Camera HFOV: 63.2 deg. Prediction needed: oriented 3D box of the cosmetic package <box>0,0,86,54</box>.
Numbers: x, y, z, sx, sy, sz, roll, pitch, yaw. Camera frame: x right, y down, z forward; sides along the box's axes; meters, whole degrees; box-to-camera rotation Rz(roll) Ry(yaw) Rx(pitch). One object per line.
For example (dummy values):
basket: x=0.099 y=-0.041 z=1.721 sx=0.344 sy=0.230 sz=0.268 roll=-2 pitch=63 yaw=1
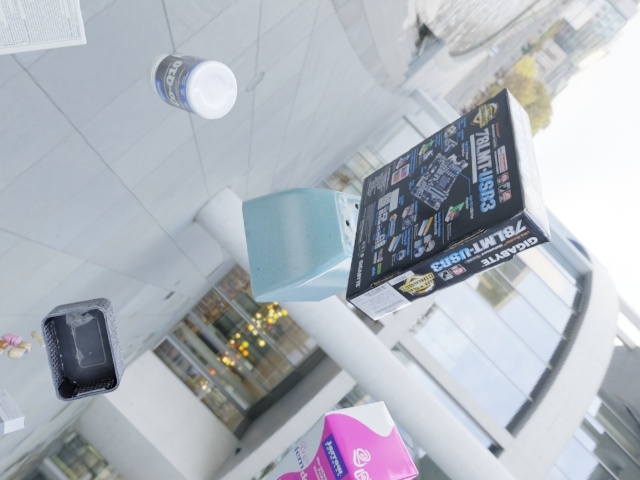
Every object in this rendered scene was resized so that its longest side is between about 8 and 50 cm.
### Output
cosmetic package: x=-0.648 y=-0.465 z=1.028 sx=0.309 sy=0.113 sz=0.160 roll=-18 pitch=146 yaw=-27

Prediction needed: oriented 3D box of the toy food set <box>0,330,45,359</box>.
toy food set: x=-0.525 y=0.176 z=0.851 sx=0.122 sy=0.078 sz=0.019 roll=-1 pitch=109 yaw=-43

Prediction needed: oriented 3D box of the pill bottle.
pill bottle: x=-0.188 y=-0.225 z=0.743 sx=0.078 sy=0.137 sz=0.078 roll=-23 pitch=126 yaw=-37

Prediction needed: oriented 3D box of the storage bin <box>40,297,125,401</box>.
storage bin: x=-0.479 y=0.219 z=1.058 sx=0.122 sy=0.180 sz=0.084 roll=-10 pitch=-171 yaw=-13

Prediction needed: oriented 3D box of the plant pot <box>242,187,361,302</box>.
plant pot: x=0.000 y=0.000 z=1.229 sx=0.252 sy=0.248 sz=0.247 roll=-19 pitch=163 yaw=37

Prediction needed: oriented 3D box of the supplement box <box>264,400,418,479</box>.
supplement box: x=0.021 y=0.342 z=0.749 sx=0.113 sy=0.111 sz=0.220 roll=4 pitch=133 yaw=-36

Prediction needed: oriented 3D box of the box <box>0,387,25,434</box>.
box: x=-0.823 y=0.422 z=1.224 sx=0.186 sy=0.145 sz=0.038 roll=-8 pitch=114 yaw=-47

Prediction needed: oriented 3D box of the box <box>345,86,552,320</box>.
box: x=0.179 y=-0.056 z=0.787 sx=0.293 sy=0.073 sz=0.296 roll=-30 pitch=-148 yaw=35
